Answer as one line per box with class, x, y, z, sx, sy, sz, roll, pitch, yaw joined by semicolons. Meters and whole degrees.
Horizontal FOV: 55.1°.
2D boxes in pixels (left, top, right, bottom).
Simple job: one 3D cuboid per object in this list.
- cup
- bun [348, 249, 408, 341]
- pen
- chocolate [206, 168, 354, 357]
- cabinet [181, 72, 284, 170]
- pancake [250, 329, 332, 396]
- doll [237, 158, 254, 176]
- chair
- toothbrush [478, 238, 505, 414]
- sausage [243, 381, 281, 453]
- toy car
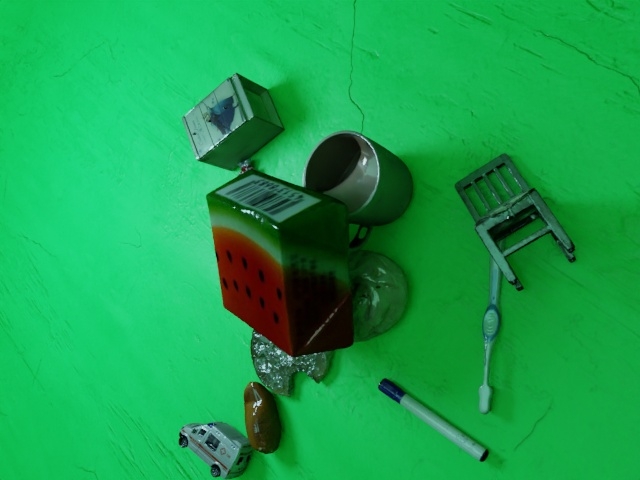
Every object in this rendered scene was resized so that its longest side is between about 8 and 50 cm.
cup;0.089;-0.096;1.368;0.192;0.200;0.252;9;88;34
bun;0.080;0.123;1.398;0.237;0.116;0.210;-41;63;22
pen;0.237;0.380;1.312;0.269;0.033;0.033;30;100;32
chocolate;-0.094;0.048;1.349;0.360;0.162;0.341;24;126;49
cabinet;-0.235;-0.312;1.642;0.206;0.150;0.145;-33;67;25
pancake;-0.074;0.257;1.531;0.254;0.037;0.253;-5;81;32
doll;-0.211;-0.136;1.654;0.094;0.079;0.180;-11;65;47
chair;0.368;-0.052;1.202;0.136;0.147;0.270;-32;69;16
toothbrush;0.351;0.160;1.260;0.040;0.040;0.386;1;84;34
sausage;-0.147;0.441;1.534;0.089;0.089;0.179;-23;69;29
toy car;-0.274;0.523;1.599;0.210;0.089;0.108;28;99;31
